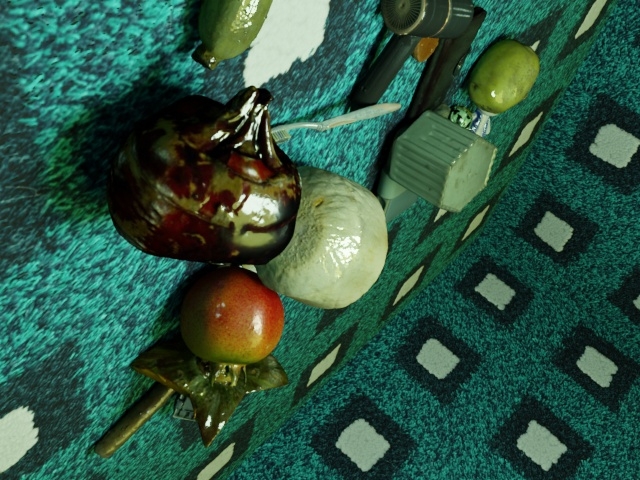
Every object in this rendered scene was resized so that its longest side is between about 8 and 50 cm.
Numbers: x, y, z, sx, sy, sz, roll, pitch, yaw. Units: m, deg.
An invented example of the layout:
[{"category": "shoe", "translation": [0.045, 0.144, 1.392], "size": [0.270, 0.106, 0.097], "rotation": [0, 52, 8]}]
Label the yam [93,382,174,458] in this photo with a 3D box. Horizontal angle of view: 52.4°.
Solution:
[{"category": "yam", "translation": [-0.436, 0.417, 1.550], "size": [0.241, 0.057, 0.057], "rotation": [-43, 160, -16]}]

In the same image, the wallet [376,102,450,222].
[{"category": "wallet", "translation": [0.260, -0.214, 1.910], "size": [0.252, 0.083, 0.360], "rotation": [-37, 152, -38]}]

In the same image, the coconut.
[{"category": "coconut", "translation": [0.000, 0.000, 1.388], "size": [0.329, 0.329, 0.329], "rotation": [-44, 160, -20]}]

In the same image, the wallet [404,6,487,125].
[{"category": "wallet", "translation": [0.318, -0.442, 1.669], "size": [0.172, 0.045, 0.318], "rotation": [-34, 157, -37]}]

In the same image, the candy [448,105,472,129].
[{"category": "candy", "translation": [0.381, -0.284, 1.942], "size": [0.091, 0.083, 0.305], "rotation": [82, 29, -56]}]

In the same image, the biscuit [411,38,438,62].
[{"category": "biscuit", "translation": [0.267, -0.501, 1.444], "size": [0.192, 0.036, 0.186], "rotation": [-43, 159, -15]}]

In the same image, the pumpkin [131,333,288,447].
[{"category": "pumpkin", "translation": [-0.233, 0.292, 1.472], "size": [0.290, 0.258, 0.095], "rotation": [-34, 171, -45]}]

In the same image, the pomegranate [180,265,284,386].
[{"category": "pomegranate", "translation": [-0.190, 0.182, 1.375], "size": [0.221, 0.221, 0.257], "rotation": [50, 44, -71]}]

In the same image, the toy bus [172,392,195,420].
[{"category": "toy bus", "translation": [-0.305, 0.353, 1.635], "size": [0.106, 0.092, 0.268], "rotation": [-92, -160, -49]}]

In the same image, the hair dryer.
[{"category": "hair dryer", "translation": [0.155, -0.373, 1.344], "size": [0.189, 0.107, 0.352], "rotation": [-14, 151, -44]}]

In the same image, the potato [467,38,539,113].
[{"category": "potato", "translation": [0.539, -0.484, 1.924], "size": [0.228, 0.197, 0.148], "rotation": [-62, -157, 0]}]

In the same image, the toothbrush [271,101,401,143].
[{"category": "toothbrush", "translation": [0.033, -0.241, 1.310], "size": [0.375, 0.037, 0.028], "rotation": [-22, 165, -37]}]

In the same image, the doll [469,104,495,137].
[{"category": "doll", "translation": [0.519, -0.404, 2.096], "size": [0.138, 0.119, 0.293], "rotation": [11, 124, -30]}]

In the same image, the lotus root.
[{"category": "lotus root", "translation": [-0.112, -0.308, 0.867], "size": [0.183, 0.077, 0.090], "rotation": [-59, 159, 20]}]

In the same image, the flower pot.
[{"category": "flower pot", "translation": [0.324, -0.208, 1.730], "size": [0.239, 0.189, 0.209], "rotation": [-45, 145, -14]}]

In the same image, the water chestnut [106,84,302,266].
[{"category": "water chestnut", "translation": [-0.160, -0.090, 0.927], "size": [0.289, 0.289, 0.244], "rotation": [-5, 100, -65]}]
